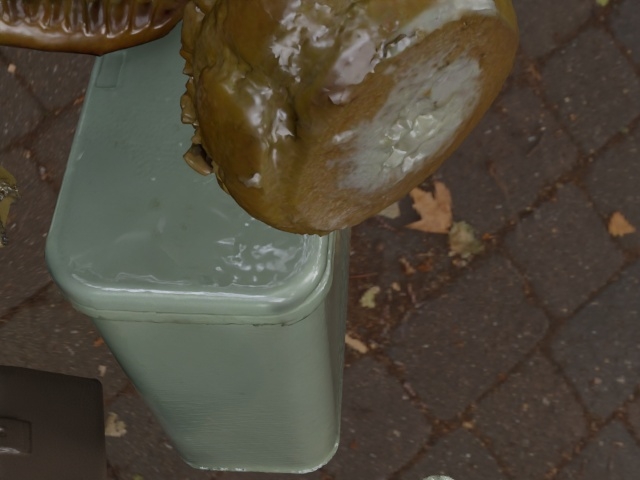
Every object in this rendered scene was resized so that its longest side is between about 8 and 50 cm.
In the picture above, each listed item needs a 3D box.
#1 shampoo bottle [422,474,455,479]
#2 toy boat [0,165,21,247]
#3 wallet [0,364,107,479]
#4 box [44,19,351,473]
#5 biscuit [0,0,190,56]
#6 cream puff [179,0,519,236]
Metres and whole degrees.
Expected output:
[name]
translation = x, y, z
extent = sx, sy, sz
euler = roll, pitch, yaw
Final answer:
[shampoo bottle]
translation = 0.092, 0.157, 0.458
extent = 0.141, 0.034, 0.049
euler = 35, 40, -40
[toy boat]
translation = -0.219, 0.048, 0.514
extent = 0.064, 0.072, 0.206
euler = 6, 65, 20
[wallet]
translation = -0.236, 0.178, 0.804
extent = 0.118, 0.039, 0.153
euler = 20, 42, -31
[box]
translation = -0.060, -0.023, 0.783
extent = 0.177, 0.344, 0.352
euler = 0, 57, 6
[biscuit]
translation = -0.167, -0.181, 0.602
extent = 0.176, 0.031, 0.228
euler = 21, 36, -12
[cream puff]
translation = 0.007, -0.075, 0.368
extent = 0.126, 0.144, 0.103
euler = -11, 58, -43
